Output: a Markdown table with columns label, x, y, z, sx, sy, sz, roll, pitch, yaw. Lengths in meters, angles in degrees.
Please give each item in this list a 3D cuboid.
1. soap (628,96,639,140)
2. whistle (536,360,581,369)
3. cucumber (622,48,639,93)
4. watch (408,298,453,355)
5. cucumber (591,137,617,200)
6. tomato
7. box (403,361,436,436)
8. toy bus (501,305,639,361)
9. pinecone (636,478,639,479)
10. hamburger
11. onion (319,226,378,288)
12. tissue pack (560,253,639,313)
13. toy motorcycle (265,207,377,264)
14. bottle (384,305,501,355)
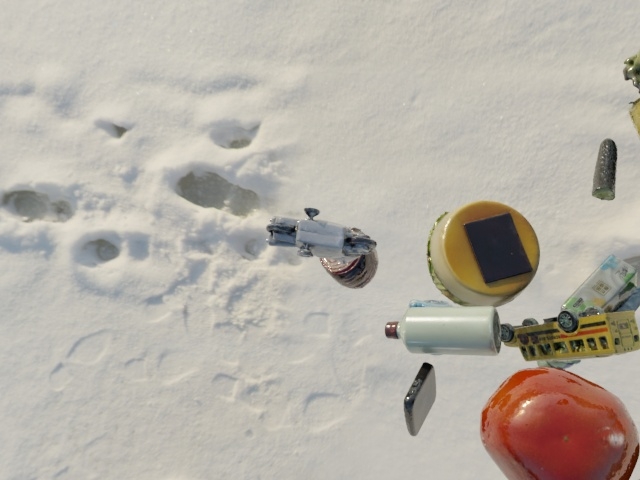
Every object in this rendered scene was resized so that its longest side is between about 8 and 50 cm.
| label | x | y | z | sx | sy | sz | roll | pitch | yaw |
| --- | --- | --- | --- | --- | --- | --- | --- | --- | --- |
| soap | 0.936 | -0.316 | 1.302 | 0.076 | 0.135 | 0.233 | 11 | 57 | -15 |
| whistle | 0.783 | 0.374 | 1.573 | 0.092 | 0.244 | 0.110 | 17 | 52 | 0 |
| cucumber | 0.448 | -0.310 | 0.511 | 0.145 | 0.325 | 0.105 | -20 | 54 | 2 |
| watch | 0.420 | 0.324 | 1.807 | 0.211 | 0.211 | 0.193 | 2 | 91 | 12 |
| cucumber | 0.739 | -0.189 | 1.252 | 0.052 | 0.058 | 0.215 | -7 | 45 | 41 |
| tomato | 0.421 | 0.346 | 0.858 | 0.259 | 0.180 | 0.260 | -4 | 74 | 13 |
| box | 0.217 | 0.349 | 1.059 | 0.027 | 0.126 | 0.125 | 12 | 40 | 33 |
| toy bus | 0.612 | 0.242 | 1.223 | 0.121 | 0.335 | 0.123 | -2 | 74 | -27 |
| pinecone | 0.799 | 0.588 | 0.939 | 0.384 | 0.384 | 0.384 | -2 | 82 | 12 |
| hamburger | 0.417 | 0.035 | 1.268 | 0.300 | 0.176 | 0.300 | 0 | 72 | 1 |
| onion | 0.141 | 0.098 | 1.959 | 0.216 | 0.206 | 0.207 | -40 | 46 | 13 |
| tissue pack | 0.872 | 0.191 | 1.474 | 0.229 | 0.159 | 0.145 | -45 | 48 | -3 |
| toy motorcycle | 0.000 | 0.000 | 1.156 | 0.260 | 0.171 | 0.110 | 9 | 78 | -1 |
| bottle | 0.259 | 0.196 | 1.052 | 0.245 | 0.104 | 0.104 | -6 | 81 | 29 |
